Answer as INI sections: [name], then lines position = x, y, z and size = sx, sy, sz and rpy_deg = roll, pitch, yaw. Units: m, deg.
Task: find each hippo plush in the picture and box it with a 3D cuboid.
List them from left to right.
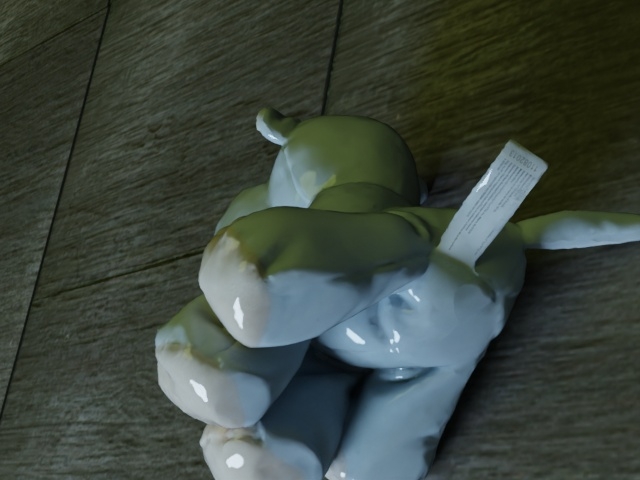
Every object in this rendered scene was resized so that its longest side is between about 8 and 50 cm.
[hippo plush]
position = 0.000, 0.000, 0.857
size = 0.294, 0.234, 0.237
rpy_deg = -54, 36, 19
